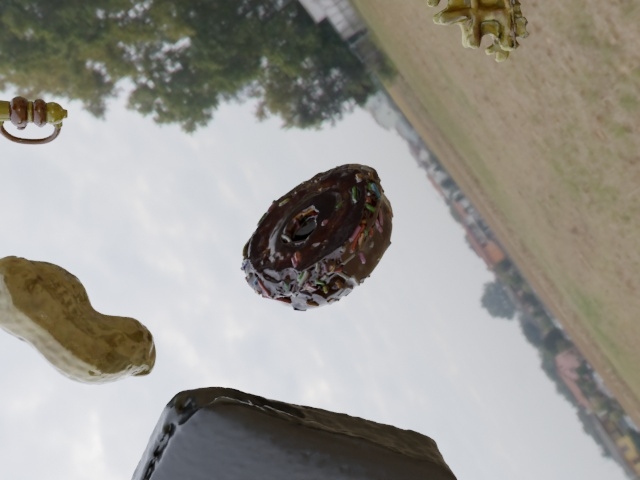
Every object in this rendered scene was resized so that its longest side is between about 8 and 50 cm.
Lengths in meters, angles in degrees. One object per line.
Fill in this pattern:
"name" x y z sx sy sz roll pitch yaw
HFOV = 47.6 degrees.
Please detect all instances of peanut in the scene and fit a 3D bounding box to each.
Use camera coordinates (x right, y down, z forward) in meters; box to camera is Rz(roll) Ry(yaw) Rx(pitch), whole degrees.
"peanut" -0.297 0.099 0.856 0.229 0.103 0.098 40 165 -15

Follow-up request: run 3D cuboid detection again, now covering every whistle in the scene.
"whistle" -0.335 -0.130 0.794 0.109 0.057 0.046 5 -162 -20

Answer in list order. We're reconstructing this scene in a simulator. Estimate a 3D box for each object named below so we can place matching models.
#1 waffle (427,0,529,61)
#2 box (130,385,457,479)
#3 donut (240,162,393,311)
"waffle" 0.231 -0.387 0.869 0.260 0.293 0.069 44 -170 -8
"box" -0.058 0.335 0.843 0.351 0.359 0.091 20 -159 -20
"donut" 0.000 0.000 0.985 0.089 0.235 0.235 47 -166 -31
